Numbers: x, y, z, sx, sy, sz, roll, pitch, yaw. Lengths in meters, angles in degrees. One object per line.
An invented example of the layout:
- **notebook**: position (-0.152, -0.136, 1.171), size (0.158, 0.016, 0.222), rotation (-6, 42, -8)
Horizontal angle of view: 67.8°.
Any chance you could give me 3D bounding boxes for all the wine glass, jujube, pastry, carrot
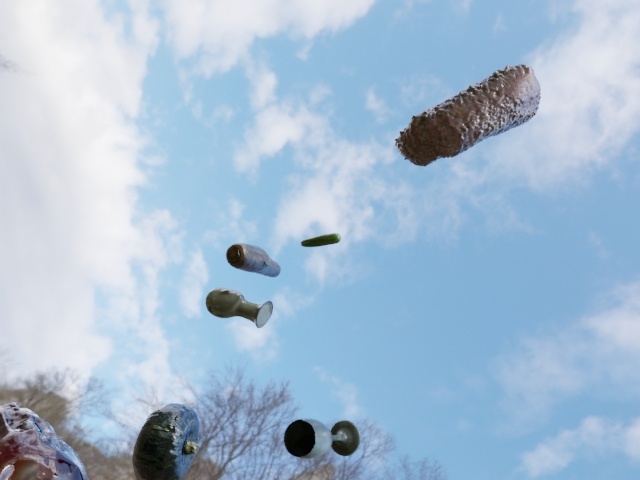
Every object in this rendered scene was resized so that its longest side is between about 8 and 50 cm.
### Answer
- **wine glass**: position (-0.065, 0.507, 1.279), size (0.264, 0.309, 0.096), rotation (7, -107, 27)
- **jujube**: position (-0.575, 0.449, 0.875), size (0.376, 0.258, 0.259), rotation (7, -84, 37)
- **pastry**: position (0.261, -0.214, 0.815), size (0.265, 0.112, 0.103), rotation (-29, -96, 0)
- **carrot**: position (-0.152, 0.056, 1.207), size (0.070, 0.342, 0.070), rotation (-2, -100, 11)

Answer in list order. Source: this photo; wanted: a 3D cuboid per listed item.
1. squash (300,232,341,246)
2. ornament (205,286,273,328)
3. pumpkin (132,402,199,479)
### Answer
- **squash**: position (0.000, 0.001, 0.998), size (0.089, 0.027, 0.027), rotation (-12, -96, 14)
- **ornament**: position (-0.196, 0.151, 1.110), size (0.156, 0.075, 0.081), rotation (13, -52, 22)
- **pumpkin**: position (-0.385, 0.520, 1.211), size (0.152, 0.211, 0.212), rotation (13, -78, -5)
